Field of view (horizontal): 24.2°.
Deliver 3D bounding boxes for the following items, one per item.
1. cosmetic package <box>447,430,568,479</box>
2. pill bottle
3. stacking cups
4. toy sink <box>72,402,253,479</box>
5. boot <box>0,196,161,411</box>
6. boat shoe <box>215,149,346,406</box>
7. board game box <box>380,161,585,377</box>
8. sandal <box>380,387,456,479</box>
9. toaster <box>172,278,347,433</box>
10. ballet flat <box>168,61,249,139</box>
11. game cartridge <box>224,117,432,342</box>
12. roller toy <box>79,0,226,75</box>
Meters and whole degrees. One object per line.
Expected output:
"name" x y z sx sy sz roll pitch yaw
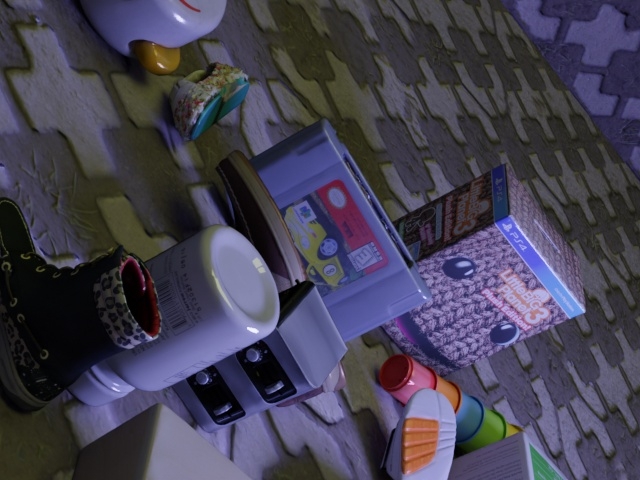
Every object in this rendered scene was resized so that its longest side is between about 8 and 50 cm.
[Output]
"cosmetic package" 0.299 0.496 2.203 0.197 0.155 0.366 47 27 -37
"pill bottle" -0.169 0.087 1.593 0.131 0.229 0.131 45 29 -33
"stacking cups" 0.202 0.271 2.349 0.316 0.096 0.096 36 34 -36
"toy sink" -0.142 0.311 1.535 0.234 0.131 0.153 44 29 -26
"boot" -0.260 0.036 1.526 0.085 0.178 0.236 22 47 -56
"boat shoe" -0.080 0.055 1.944 0.123 0.123 0.342 -126 -166 -81
"board game box" 0.235 0.056 2.372 0.232 0.291 0.141 48 27 -28
"sandal" 0.127 0.339 2.137 0.102 0.076 0.265 25 62 -33
"toaster" -0.074 0.137 1.817 0.110 0.168 0.186 61 24 -9
"ballet flat" -0.171 -0.200 2.111 0.077 0.091 0.241 31 20 4
"game cartridge" 0.000 0.000 2.071 0.294 0.196 0.060 58 24 -9
"roller toy" -0.234 -0.349 2.036 0.209 0.146 0.191 51 36 -29
